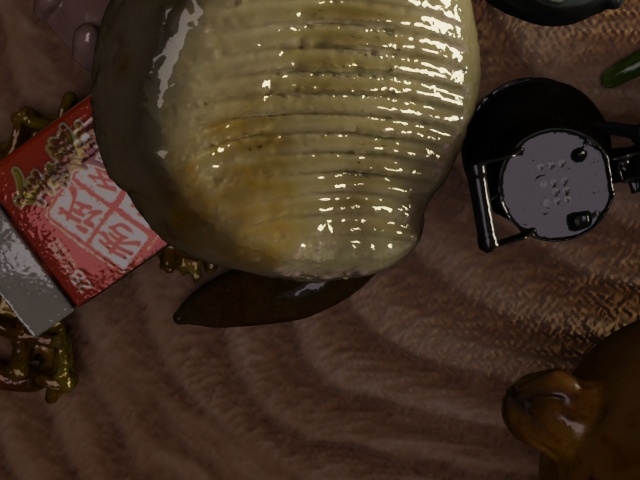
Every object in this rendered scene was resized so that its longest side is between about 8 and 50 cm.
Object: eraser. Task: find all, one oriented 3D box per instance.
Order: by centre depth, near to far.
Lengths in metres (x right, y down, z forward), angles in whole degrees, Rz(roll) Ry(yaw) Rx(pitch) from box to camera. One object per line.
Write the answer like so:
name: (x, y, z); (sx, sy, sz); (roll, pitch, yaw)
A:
eraser: (-0.224, -0.034, 1.191); (0.230, 0.038, 0.157); (-34, 96, 11)

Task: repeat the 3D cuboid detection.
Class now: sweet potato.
sweet potato: (0.007, 0.003, 1.234); (0.346, 0.079, 0.108); (-41, 85, 8)

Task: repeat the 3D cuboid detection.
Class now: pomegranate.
pomegranate: (0.347, 0.216, 1.113); (0.410, 0.410, 0.410); (1, 103, 3)

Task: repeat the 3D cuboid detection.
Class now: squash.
squash: (0.310, -0.170, 1.204); (0.089, 0.027, 0.027); (-22, 101, 9)

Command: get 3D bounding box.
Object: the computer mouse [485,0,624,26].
computer mouse: (0.152, -0.361, 1.125); (0.203, 0.114, 0.374); (-36, 106, 8)

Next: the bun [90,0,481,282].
bun: (-0.034, -0.147, 1.082); (0.365, 0.219, 0.365); (-12, 112, -32)

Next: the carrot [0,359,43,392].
carrot: (-0.374, 0.124, 1.300); (0.191, 0.047, 0.047); (17, 103, -3)

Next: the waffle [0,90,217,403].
waffle: (-0.252, -0.008, 1.253); (0.293, 0.069, 0.260); (-36, 94, 10)

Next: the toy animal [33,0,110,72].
toy animal: (-0.159, -0.252, 1.169); (0.212, 0.124, 0.124); (-41, 98, 5)

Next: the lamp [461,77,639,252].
lamp: (0.213, -0.064, 1.129); (0.172, 0.227, 0.147); (-9, 102, 5)
